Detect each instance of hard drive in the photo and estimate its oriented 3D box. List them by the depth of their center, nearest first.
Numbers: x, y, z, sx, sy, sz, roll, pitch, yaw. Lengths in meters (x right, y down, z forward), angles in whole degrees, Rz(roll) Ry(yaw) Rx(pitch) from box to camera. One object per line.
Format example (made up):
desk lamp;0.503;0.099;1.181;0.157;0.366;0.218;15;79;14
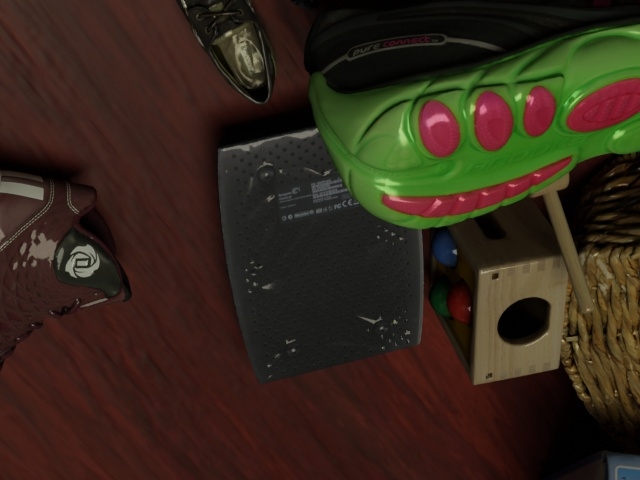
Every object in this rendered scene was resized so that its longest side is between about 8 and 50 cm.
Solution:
hard drive;0.000;0.000;1.185;0.172;0.054;0.255;-14;127;-8

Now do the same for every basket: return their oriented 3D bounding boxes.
basket;0.345;0.042;1.301;0.213;0.223;0.299;-3;132;26

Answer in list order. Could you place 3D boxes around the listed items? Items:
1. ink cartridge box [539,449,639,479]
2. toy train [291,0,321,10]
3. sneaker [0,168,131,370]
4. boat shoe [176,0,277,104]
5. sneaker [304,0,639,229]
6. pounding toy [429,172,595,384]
ink cartridge box;0.430;0.310;1.337;0.395;0.151;0.270;8;164;-3
toy train;0.016;-0.248;1.038;0.036;0.027;0.158;23;115;-18
sneaker;-0.241;0.070;1.129;0.162;0.106;0.281;4;122;-24
boat shoe;-0.071;-0.169;1.048;0.056;0.049;0.152;-31;127;5
sneaker;0.202;-0.157;1.062;0.482;0.202;0.185;-12;143;-31
pounding toy;0.155;0.018;1.167;0.094;0.181;0.206;-10;126;-11
